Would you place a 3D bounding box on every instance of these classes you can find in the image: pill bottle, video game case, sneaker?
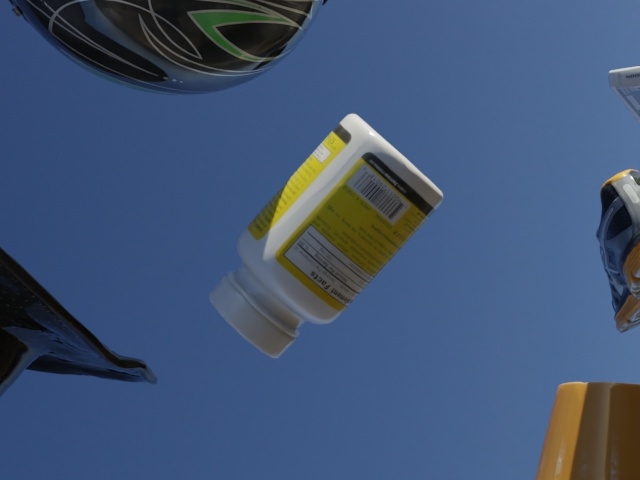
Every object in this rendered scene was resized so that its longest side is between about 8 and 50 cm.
[{"bbox_3d":[0.000,0.000,0.677,0.116,0.065,0.065,-47,-37,4],"label":"pill bottle"},{"bbox_3d":[0.407,-0.162,1.452,0.190,0.173,0.022,17,-113,-67],"label":"video game case"},{"bbox_3d":[0.256,0.010,1.071,0.084,0.083,0.215,-26,-22,0],"label":"sneaker"}]

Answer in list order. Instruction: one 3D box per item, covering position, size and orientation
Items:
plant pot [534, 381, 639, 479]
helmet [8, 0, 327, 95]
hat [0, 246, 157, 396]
[{"bbox_3d":[0.322,0.256,1.510,0.205,0.205,0.188,23,-112,-54],"label":"plant pot"},{"bbox_3d":[-0.079,-0.152,0.699,0.161,0.169,0.170,-48,-35,-73],"label":"helmet"},{"bbox_3d":[-0.267,0.062,0.771,0.331,0.331,0.134,48,-120,-50],"label":"hat"}]
